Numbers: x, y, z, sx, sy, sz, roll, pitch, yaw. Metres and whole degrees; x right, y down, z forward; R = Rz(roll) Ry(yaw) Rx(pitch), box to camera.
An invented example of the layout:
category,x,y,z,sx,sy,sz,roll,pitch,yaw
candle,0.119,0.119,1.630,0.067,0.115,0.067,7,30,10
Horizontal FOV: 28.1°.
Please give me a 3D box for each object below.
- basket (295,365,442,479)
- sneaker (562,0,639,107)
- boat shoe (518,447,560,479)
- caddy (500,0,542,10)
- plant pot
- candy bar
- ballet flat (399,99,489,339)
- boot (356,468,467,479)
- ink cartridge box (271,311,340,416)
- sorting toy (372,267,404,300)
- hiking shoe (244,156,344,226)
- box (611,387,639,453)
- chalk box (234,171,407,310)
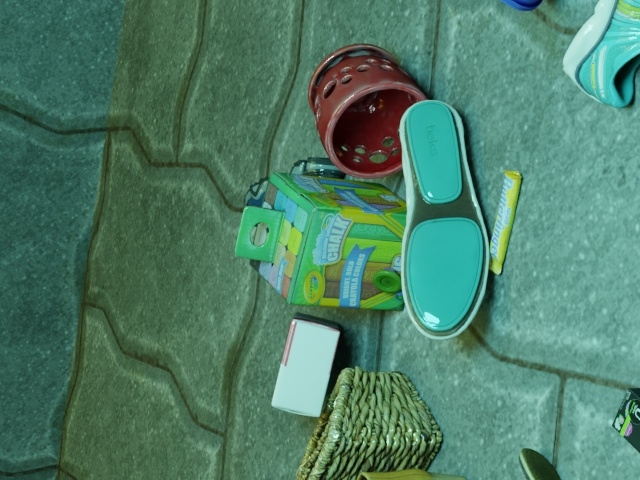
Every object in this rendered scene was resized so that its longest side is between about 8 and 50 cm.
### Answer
category,x,y,z,sx,sy,sz,roll,pitch,yaw
basket,0.025,0.360,2.144,0.213,0.223,0.299,59,136,45
sneaker,0.426,-0.297,1.676,0.110,0.107,0.275,48,134,28
boat shoe,0.315,0.361,1.799,0.049,0.056,0.152,-59,39,31
caddy,0.233,-0.462,1.794,0.179,0.341,0.241,-33,56,34
plant pot,0.074,-0.227,2.168,0.191,0.191,0.174,-67,32,30
candy bar,0.279,-0.030,1.953,0.040,0.018,0.161,31,114,58
ballet flat,0.191,-0.025,2.021,0.139,0.139,0.400,-34,53,54
boot,0.116,0.494,1.977,0.104,0.211,0.295,18,102,61
ink cartridge box,-0.025,0.217,2.275,0.218,0.092,0.158,-158,82,-88
sorting toy,0.139,0.066,2.130,0.061,0.102,0.042,98,-171,-48
hiking shoe,-0.059,-0.060,2.455,0.304,0.113,0.132,-29,61,56
box,0.423,0.235,1.628,0.083,0.052,0.062,49,129,50
chalk box,0.000,0.000,2.165,0.179,0.289,0.180,40,121,55
